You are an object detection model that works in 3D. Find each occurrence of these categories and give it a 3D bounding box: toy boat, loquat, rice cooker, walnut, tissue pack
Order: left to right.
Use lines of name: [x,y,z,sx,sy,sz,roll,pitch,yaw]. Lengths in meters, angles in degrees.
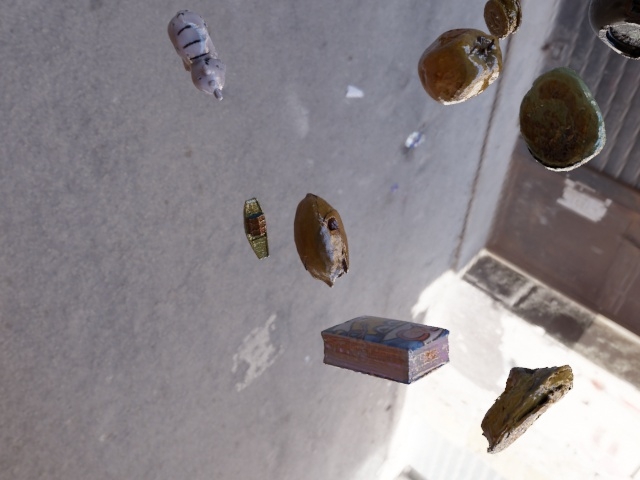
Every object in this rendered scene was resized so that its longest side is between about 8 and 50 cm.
toy boat: [-0.175,-0.034,1.868,0.065,0.066,0.172,-18,112,-23]
walnut: [0.000,0.000,1.720,0.137,0.137,0.246,-22,106,-49]
tissue pack: [0.094,0.154,0.991,0.115,0.155,0.065,-13,103,-50]
loquat: [0.218,-0.273,1.054,0.137,0.137,0.113,-22,97,-49]
rice cooker: [0.778,-0.561,1.596,0.225,0.267,0.267,-62,154,-6]

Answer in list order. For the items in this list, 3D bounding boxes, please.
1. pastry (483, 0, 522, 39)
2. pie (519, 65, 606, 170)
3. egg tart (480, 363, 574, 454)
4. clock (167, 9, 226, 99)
pastry: [0.425,-0.523,1.585,0.057,0.097,0.109,-24,151,-9]
pie: [0.551,-0.273,1.562,0.054,0.240,0.241,-18,136,-29]
egg tart: [0.468,0.382,1.606,0.297,0.132,0.297,-35,152,-22]
clock: [-0.247,-0.379,1.390,0.079,0.117,0.176,-27,130,-4]
